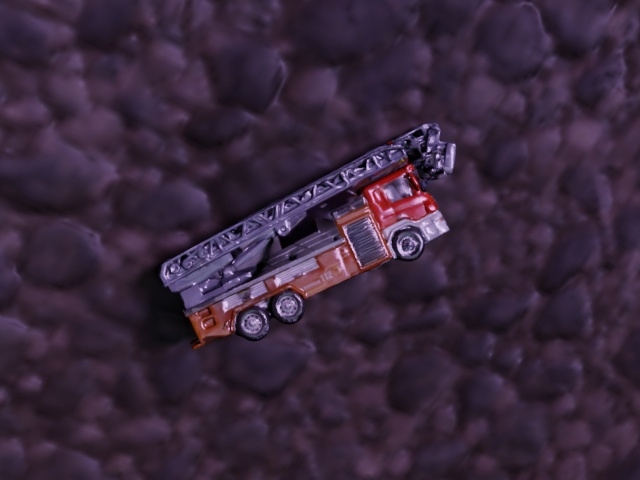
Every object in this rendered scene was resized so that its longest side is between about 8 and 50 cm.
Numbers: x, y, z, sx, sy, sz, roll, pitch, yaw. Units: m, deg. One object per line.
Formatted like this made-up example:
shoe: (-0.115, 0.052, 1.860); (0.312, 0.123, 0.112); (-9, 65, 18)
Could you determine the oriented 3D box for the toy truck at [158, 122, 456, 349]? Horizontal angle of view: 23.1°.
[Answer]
toy truck: (0.000, 0.000, 0.399); (0.083, 0.024, 0.032); (-26, 90, -5)
